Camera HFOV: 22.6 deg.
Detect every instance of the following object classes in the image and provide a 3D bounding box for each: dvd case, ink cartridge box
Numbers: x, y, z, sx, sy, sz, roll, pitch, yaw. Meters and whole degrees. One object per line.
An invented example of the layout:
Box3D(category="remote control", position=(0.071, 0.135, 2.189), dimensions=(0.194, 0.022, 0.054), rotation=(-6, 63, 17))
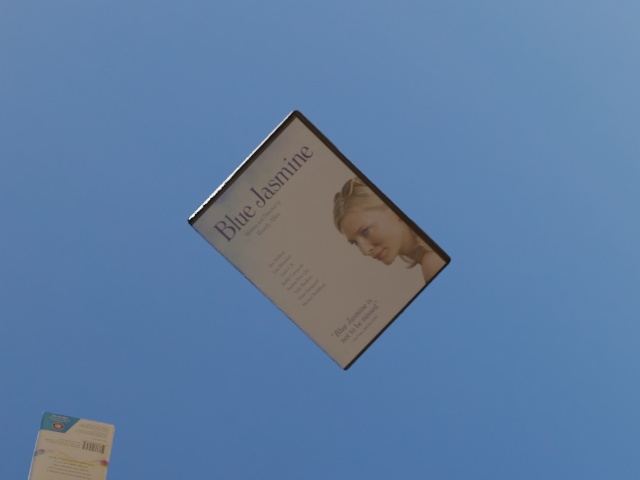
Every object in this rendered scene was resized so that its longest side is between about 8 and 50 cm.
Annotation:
Box3D(category="dvd case", position=(0.000, 0.000, 1.829), dimensions=(0.253, 0.180, 0.022), rotation=(44, -178, -6))
Box3D(category="ink cartridge box", position=(-0.297, 0.273, 1.889), dimensions=(0.088, 0.052, 0.122), rotation=(13, -134, -8))
